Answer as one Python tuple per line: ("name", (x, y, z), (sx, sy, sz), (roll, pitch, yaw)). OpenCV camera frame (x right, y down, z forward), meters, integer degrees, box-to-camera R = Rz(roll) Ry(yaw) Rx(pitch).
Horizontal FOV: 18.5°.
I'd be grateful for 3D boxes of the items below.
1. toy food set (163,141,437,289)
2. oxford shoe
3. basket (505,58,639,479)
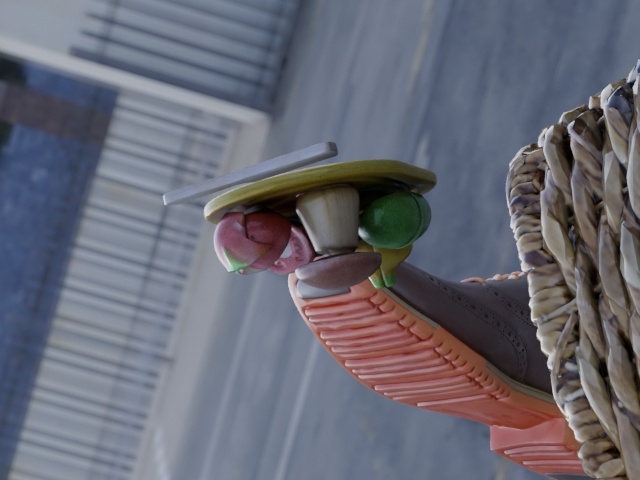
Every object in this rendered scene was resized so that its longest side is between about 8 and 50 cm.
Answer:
("toy food set", (0.000, 0.000, 1.183), (0.218, 0.128, 0.071), (9, -113, -67))
("oxford shoe", (0.124, 0.071, 1.522), (0.130, 0.363, 0.133), (-7, 58, 49))
("basket", (0.167, 0.087, 0.773), (0.223, 0.213, 0.299), (-35, 69, 48))
